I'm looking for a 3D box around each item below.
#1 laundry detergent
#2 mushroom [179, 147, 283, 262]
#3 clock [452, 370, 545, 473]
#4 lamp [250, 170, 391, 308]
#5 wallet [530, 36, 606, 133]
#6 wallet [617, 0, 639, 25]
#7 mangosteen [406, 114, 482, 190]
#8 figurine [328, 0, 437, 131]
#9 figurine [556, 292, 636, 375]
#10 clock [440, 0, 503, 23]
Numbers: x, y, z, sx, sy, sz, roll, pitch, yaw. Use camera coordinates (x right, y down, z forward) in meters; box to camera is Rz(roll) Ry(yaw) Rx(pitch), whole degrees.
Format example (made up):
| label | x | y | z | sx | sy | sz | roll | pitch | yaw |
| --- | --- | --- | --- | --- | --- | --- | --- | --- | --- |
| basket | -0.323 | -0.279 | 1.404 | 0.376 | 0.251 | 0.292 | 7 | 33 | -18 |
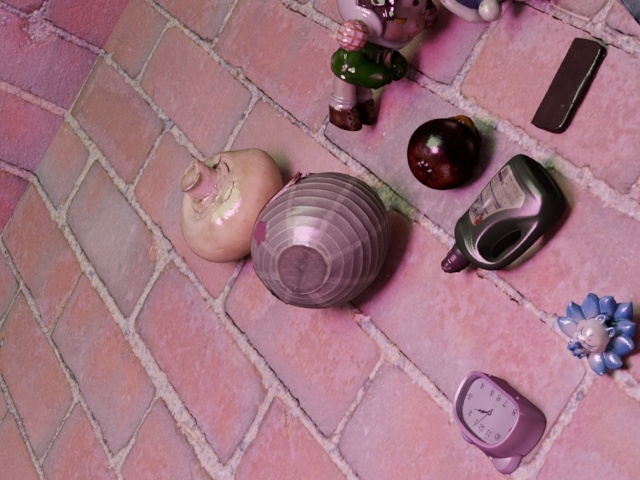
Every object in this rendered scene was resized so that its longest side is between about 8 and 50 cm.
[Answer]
| label | x | y | z | sx | sy | sz | roll | pitch | yaw |
| --- | --- | --- | --- | --- | --- | --- | --- | --- | --- |
| laundry detergent | 0.269 | -0.018 | 1.988 | 0.221 | 0.078 | 0.144 | -48 | 40 | 23 |
| mushroom | -0.190 | -0.085 | 2.564 | 0.246 | 0.202 | 0.246 | -29 | 41 | 29 |
| clock | 0.246 | 0.259 | 1.864 | 0.110 | 0.050 | 0.153 | -61 | 33 | 7 |
| lamp | 0.000 | 0.000 | 2.226 | 0.265 | 0.233 | 0.233 | -59 | 32 | 29 |
| wallet | 0.386 | -0.242 | 2.023 | 0.082 | 0.018 | 0.156 | 29 | 93 | 58 |
| wallet | 0.581 | -0.464 | 1.869 | 0.379 | 0.046 | 0.190 | -47 | 38 | 24 |
| mangosteen | 0.211 | -0.151 | 2.133 | 0.140 | 0.140 | 0.140 | -33 | 45 | 40 |
| figurine | 0.098 | -0.376 | 2.315 | 0.167 | 0.281 | 0.370 | 30 | 124 | 25 |
| figurine | 0.381 | 0.117 | 1.742 | 0.114 | 0.079 | 0.114 | 3 | 94 | 42 |
| clock | 0.305 | -0.460 | 2.172 | 0.243 | 0.146 | 0.199 | -19 | 50 | 57 |
